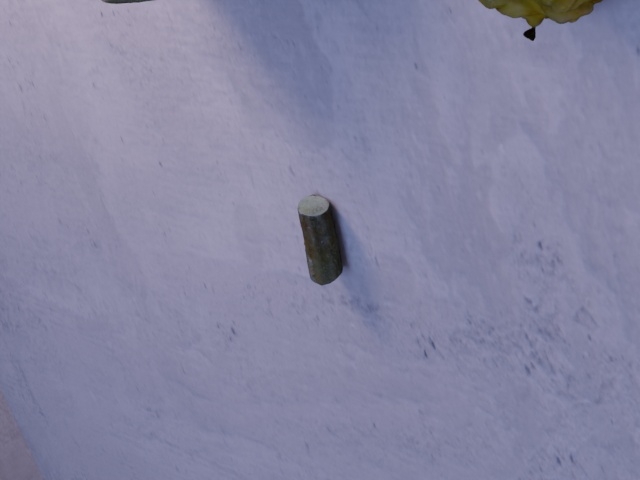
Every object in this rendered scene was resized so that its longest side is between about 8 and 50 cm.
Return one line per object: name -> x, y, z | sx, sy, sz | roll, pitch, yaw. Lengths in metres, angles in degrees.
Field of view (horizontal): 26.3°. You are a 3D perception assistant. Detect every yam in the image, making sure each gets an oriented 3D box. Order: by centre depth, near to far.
yam -> 0.000, 0.000, 2.030 | 0.054, 0.054, 0.132 | 22, 135, 41

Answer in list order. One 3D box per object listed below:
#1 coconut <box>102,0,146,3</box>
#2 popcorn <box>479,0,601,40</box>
coconut -> -0.237, -0.416, 1.806 | 0.236, 0.204, 0.236 | 1, 93, 23
popcorn -> 0.218, -0.292, 1.385 | 0.180, 0.180, 0.170 | 38, 119, 25
